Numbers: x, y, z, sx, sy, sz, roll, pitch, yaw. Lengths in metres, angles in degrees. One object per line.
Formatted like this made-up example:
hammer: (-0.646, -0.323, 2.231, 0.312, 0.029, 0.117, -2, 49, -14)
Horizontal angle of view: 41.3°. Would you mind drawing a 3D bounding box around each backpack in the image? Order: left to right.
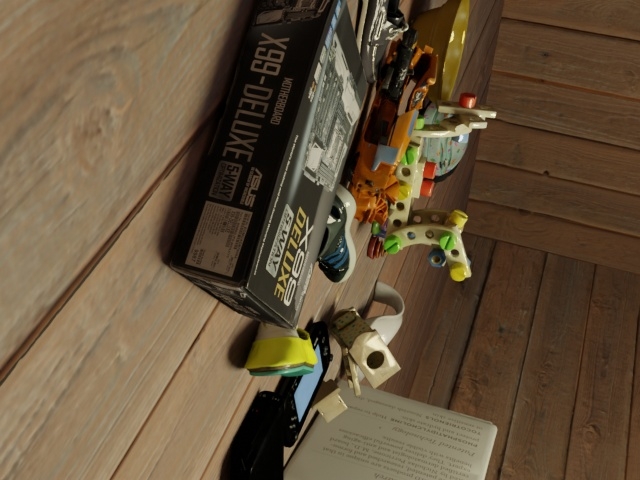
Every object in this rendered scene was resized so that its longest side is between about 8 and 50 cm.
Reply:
backpack: (0.279, -0.237, 1.947, 0.182, 0.115, 0.152, 82, 28, -51)

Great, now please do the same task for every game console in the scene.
game console: (-0.050, 0.255, 1.238, 0.361, 0.043, 0.213, -63, 162, -46)

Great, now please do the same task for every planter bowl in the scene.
planter bowl: (0.209, -0.358, 1.581, 0.217, 0.090, 0.217, 14, 90, -76)

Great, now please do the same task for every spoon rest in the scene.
spoon rest: (0.118, 0.187, 1.782, 0.276, 0.084, 0.137, -59, 159, -53)

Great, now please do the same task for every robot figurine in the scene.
robot figurine: (0.109, -0.179, 1.316, 0.211, 0.085, 0.291, 111, -3, -74)

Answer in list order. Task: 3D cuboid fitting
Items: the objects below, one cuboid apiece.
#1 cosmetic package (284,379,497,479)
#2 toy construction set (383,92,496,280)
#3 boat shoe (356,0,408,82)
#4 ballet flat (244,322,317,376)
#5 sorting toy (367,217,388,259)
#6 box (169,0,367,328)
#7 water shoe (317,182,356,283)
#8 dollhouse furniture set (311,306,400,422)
cosmetic package: (0.105, 0.520, 1.538, 0.394, 0.327, 0.330, -48, 149, -62)
toy construction set: (0.192, -0.103, 1.499, 0.151, 0.214, 0.328, -36, 138, -71)
boat shoe: (0.090, -0.307, 1.193, 0.075, 0.064, 0.206, -66, 165, -47)
ballet flat: (-0.050, 0.134, 1.081, 0.231, 0.077, 0.077, 46, 38, -78)
sorting toy: (0.125, -0.009, 1.696, 0.061, 0.042, 0.102, -35, 137, -70)
box: (-0.038, -0.079, 0.869, 0.242, 0.076, 0.308, 59, 46, -72)
water shoe: (0.000, 0.000, 1.176, 0.080, 0.073, 0.203, -38, 149, -26)
dollhouse furniture set: (0.016, 0.196, 1.466, 0.101, 0.161, 0.182, 58, -8, -25)
